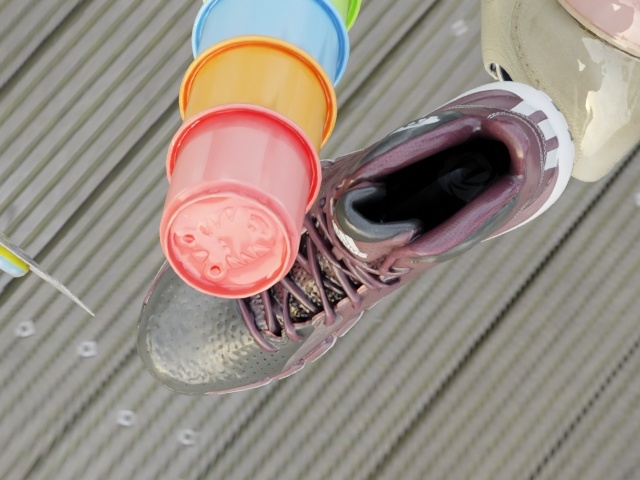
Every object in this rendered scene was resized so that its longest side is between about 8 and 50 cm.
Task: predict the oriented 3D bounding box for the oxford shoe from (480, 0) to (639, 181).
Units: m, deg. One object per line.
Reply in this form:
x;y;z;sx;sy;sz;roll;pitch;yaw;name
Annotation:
0.146;-0.184;1.273;0.140;0.397;0.146;17;116;-16;oxford shoe

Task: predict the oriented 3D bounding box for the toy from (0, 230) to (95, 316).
-0.233;-0.012;1.061;0.137;0.237;0.056;38;82;24;toy

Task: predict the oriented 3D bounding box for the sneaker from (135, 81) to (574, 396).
0.000;0.000;0.984;0.281;0.162;0.106;-33;87;13;sneaker

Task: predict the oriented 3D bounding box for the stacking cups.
-0.024;-0.090;0.940;0.096;0.316;0.096;1;124;2;stacking cups
